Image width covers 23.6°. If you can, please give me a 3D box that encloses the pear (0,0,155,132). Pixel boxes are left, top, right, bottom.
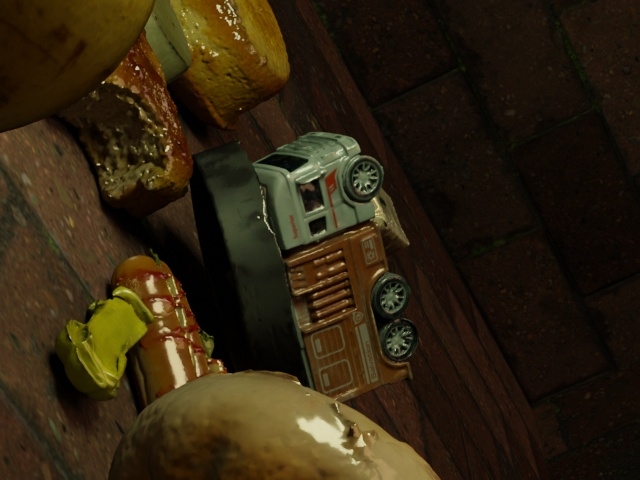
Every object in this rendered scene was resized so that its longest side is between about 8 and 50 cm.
[{"bbox_3d":[-0.249,-0.199,1.048,0.280,0.281,0.281,61,12,-22],"label":"pear"}]

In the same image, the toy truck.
[{"bbox_3d":[-0.004,0.037,1.788,0.136,0.162,0.305,12,-60,56],"label":"toy truck"}]

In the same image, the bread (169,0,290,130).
[{"bbox_3d":[-0.143,-0.279,2.019,0.268,0.146,0.268,59,17,-30],"label":"bread"}]

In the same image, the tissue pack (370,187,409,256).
[{"bbox_3d":[0.000,0.000,1.960,0.148,0.196,0.092,38,30,-70],"label":"tissue pack"}]

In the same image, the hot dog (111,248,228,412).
[{"bbox_3d":[-0.128,0.125,1.408,0.104,0.076,0.250,48,18,-59],"label":"hot dog"}]

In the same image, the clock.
[{"bbox_3d":[-0.082,0.033,1.611,0.280,0.055,0.280,166,-90,-80],"label":"clock"}]

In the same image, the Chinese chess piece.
[{"bbox_3d":[-0.224,-0.267,1.806,0.188,0.083,0.188,60,9,-16],"label":"Chinese chess piece"}]

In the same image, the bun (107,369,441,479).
[{"bbox_3d":[-0.038,0.244,1.123,0.299,0.299,0.165,60,42,-24],"label":"bun"}]

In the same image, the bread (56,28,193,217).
[{"bbox_3d":[-0.234,-0.213,1.565,0.185,0.109,0.380,37,33,-67],"label":"bread"}]

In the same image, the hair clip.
[{"bbox_3d":[-0.186,0.085,1.289,0.072,0.046,0.173,53,12,-12],"label":"hair clip"}]
